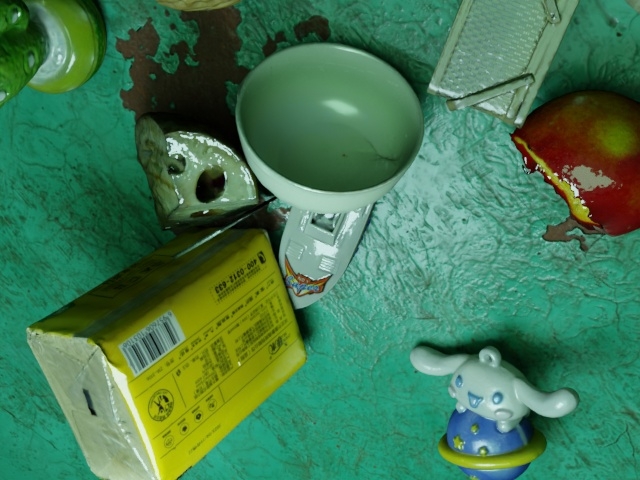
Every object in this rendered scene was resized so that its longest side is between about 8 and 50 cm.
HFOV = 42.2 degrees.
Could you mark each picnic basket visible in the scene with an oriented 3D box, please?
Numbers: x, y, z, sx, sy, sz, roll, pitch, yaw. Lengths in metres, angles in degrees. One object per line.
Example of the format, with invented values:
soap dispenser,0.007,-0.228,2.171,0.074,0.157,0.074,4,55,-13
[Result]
picnic basket,0.261,-0.302,1.130,0.139,0.165,0.266,23,118,7

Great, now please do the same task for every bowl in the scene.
bowl,0.008,-0.151,1.249,0.277,0.277,0.145,22,151,7

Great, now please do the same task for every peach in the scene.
peach,0.378,-0.107,1.171,0.226,0.190,0.196,6,134,4

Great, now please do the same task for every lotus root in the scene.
lotus root,-0.202,-0.116,1.342,0.142,0.314,0.210,-18,101,-20

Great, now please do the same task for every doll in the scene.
doll,0.318,0.292,1.394,0.311,0.160,0.242,-7,87,50

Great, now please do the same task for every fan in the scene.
fan,-0.143,-0.029,1.353,0.227,0.152,0.008,-31,97,-6

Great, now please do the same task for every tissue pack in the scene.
tissue pack,-0.237,0.179,1.377,0.228,0.382,0.293,0,116,42

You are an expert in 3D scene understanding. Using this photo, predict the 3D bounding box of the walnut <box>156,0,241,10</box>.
walnut,-0.175,-0.429,1.200,0.213,0.213,0.213,7,116,14

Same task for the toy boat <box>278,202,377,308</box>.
toy boat,0.000,0.000,1.399,0.129,0.088,0.295,25,119,5

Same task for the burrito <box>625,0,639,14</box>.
burrito,0.442,-0.410,1.080,0.087,0.060,0.226,22,120,1

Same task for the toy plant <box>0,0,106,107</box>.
toy plant,-0.477,-0.291,1.284,0.184,0.316,0.224,31,118,1
